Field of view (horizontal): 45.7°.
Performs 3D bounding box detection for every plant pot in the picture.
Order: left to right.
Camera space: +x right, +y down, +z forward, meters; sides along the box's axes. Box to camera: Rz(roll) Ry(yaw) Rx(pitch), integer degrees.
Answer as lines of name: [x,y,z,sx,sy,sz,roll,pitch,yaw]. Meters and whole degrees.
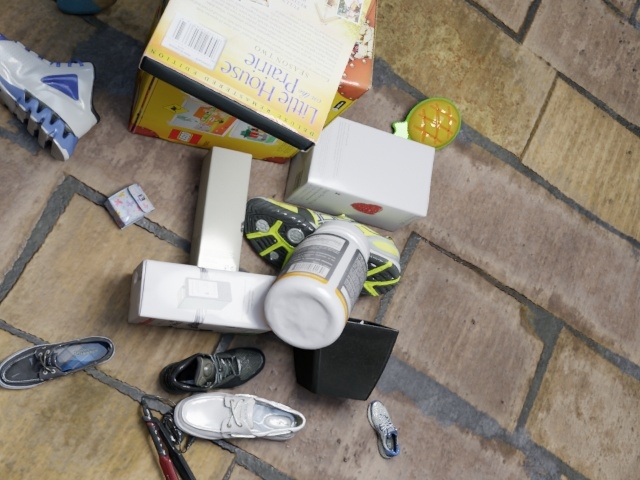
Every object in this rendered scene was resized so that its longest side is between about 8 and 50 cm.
plant pot: [0.040,0.251,1.661,0.187,0.188,0.167,11,86,-19]

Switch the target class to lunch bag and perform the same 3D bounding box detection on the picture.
lunch bag: [-0.406,-0.076,1.620,0.083,0.053,0.071,-34,94,-33]

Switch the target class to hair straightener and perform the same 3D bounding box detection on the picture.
hair straightener: [-0.304,0.419,1.566,0.089,0.047,0.230,-21,81,-45]

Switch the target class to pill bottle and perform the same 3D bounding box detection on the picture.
pill bottle: [0.004,0.079,1.524,0.162,0.162,0.278,44,33,-8]

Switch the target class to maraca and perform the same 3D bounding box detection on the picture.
maraca: [0.265,-0.282,1.905,0.185,0.099,0.127,-30,97,0]

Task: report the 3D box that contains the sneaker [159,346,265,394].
sneaker: [-0.210,0.271,1.581,0.227,0.130,0.087,-5,82,-24]

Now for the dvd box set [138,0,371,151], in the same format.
dvd box set: [-0.078,-0.397,1.267,0.307,0.062,0.420,24,72,-16]

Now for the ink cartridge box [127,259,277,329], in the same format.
ink cartridge box: [-0.245,0.123,1.559,0.272,0.198,0.115,9,77,-19]

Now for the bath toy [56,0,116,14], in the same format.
bath toy: [-0.542,-0.679,1.656,0.151,0.129,0.348,-15,84,-23]

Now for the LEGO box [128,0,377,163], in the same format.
LEGO box: [-0.159,-0.343,1.530,0.372,0.500,0.193,10,76,-20]

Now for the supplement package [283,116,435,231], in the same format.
supplement package: [0.090,-0.152,1.761,0.293,0.177,0.175,15,73,-17]

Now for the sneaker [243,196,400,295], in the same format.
sneaker: [0.000,0.000,1.737,0.384,0.145,0.147,25,34,-7]

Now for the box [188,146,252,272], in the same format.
box: [-0.220,-0.055,1.657,0.094,0.113,0.275,11,76,-19]

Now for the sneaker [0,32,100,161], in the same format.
sneaker: [-0.575,-0.336,1.581,0.182,0.127,0.315,-45,103,-27]

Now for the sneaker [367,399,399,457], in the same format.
sneaker: [0.151,0.427,1.725,0.052,0.058,0.135,-17,85,-24]

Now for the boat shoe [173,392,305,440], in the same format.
boat shoe: [-0.163,0.364,1.589,0.277,0.096,0.098,8,67,-22]

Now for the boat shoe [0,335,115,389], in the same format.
boat shoe: [-0.518,0.238,1.494,0.228,0.076,0.080,-9,82,-23]
